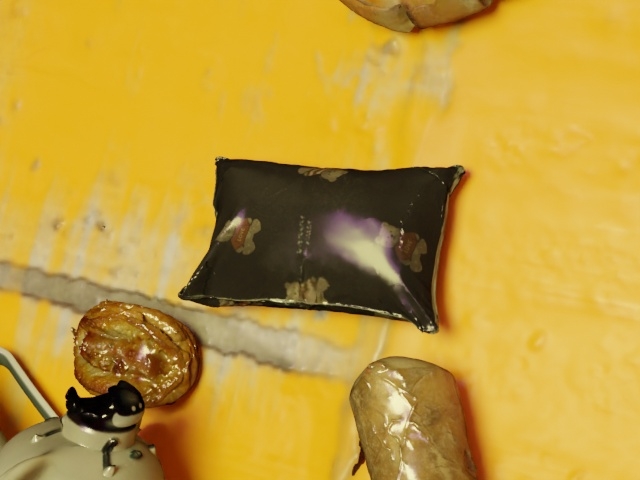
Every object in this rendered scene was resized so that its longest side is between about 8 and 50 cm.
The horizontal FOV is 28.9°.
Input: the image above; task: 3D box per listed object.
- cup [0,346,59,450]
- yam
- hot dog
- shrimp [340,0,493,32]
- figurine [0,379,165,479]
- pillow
[{"bbox_3d":[-0.224,0.116,0.731,0.128,0.095,0.129,-27,61,-22],"label":"cup"},{"bbox_3d":[0.079,0.197,0.587,0.066,0.066,0.300,-26,69,18],"label":"yam"},{"bbox_3d":[-0.111,0.065,0.720,0.083,0.035,0.058,11,88,26],"label":"hot dog"},{"bbox_3d":[0.114,-0.236,0.670,0.289,0.075,0.178,-36,63,28],"label":"shrimp"},{"bbox_3d":[-0.135,0.161,0.659,0.126,0.147,0.192,23,108,11],"label":"figurine"},{"bbox_3d":[0.000,0.000,0.676,0.150,0.048,0.090,3,89,21],"label":"pillow"}]
